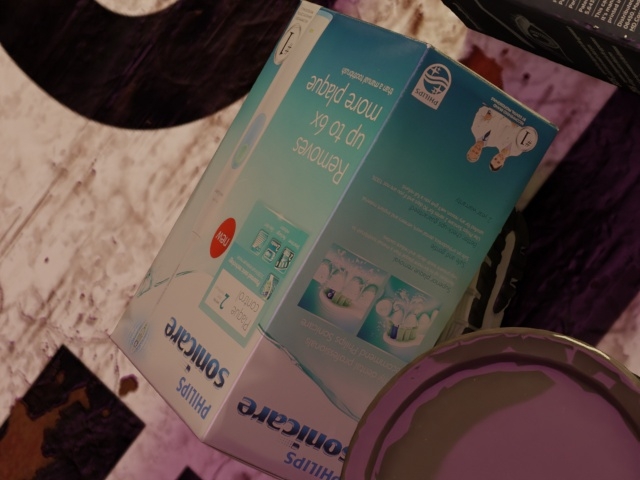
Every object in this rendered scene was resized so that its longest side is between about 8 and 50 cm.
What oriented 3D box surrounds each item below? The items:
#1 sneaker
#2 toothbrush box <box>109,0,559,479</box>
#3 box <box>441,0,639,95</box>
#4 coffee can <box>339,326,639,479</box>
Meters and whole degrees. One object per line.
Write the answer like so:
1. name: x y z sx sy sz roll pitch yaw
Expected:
1. sneaker: 0.076 0.067 1.162 0.094 0.081 0.209 16 80 34
2. toothbrush box: 0.000 0.000 1.124 0.296 0.126 0.216 -60 28 3
3. box: 0.184 -0.186 1.119 0.207 0.153 0.108 27 90 26
4. coffee can: 0.155 0.173 0.985 0.201 0.275 0.202 -6 76 23
